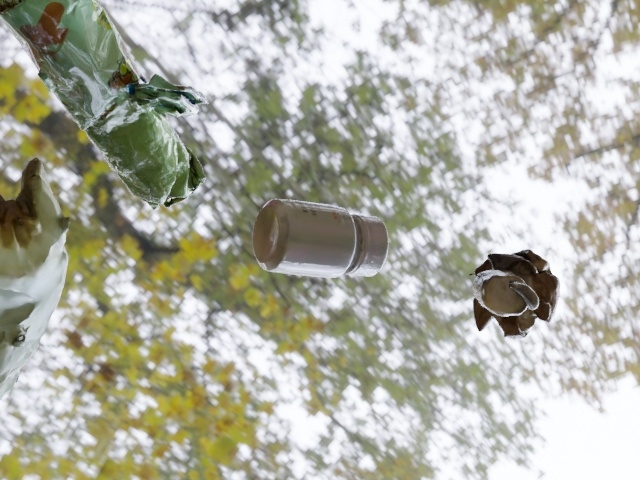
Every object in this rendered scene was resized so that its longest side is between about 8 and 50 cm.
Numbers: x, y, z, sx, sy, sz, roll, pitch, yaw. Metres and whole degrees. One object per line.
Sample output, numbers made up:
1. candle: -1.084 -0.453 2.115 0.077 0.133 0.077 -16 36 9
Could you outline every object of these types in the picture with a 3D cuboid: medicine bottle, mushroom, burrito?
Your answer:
1. medicine bottle: 0.000 0.000 0.983 0.052 0.089 0.052 -19 -112 58
2. mushroom: 0.122 0.038 0.881 0.060 0.187 0.061 1 -88 11
3. burrito: -0.155 -0.119 1.089 0.104 0.288 0.054 -9 -129 17

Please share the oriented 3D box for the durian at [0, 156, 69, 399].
1. durian: -0.160 0.080 0.326 0.252 0.139 0.144 -70 -162 -2
